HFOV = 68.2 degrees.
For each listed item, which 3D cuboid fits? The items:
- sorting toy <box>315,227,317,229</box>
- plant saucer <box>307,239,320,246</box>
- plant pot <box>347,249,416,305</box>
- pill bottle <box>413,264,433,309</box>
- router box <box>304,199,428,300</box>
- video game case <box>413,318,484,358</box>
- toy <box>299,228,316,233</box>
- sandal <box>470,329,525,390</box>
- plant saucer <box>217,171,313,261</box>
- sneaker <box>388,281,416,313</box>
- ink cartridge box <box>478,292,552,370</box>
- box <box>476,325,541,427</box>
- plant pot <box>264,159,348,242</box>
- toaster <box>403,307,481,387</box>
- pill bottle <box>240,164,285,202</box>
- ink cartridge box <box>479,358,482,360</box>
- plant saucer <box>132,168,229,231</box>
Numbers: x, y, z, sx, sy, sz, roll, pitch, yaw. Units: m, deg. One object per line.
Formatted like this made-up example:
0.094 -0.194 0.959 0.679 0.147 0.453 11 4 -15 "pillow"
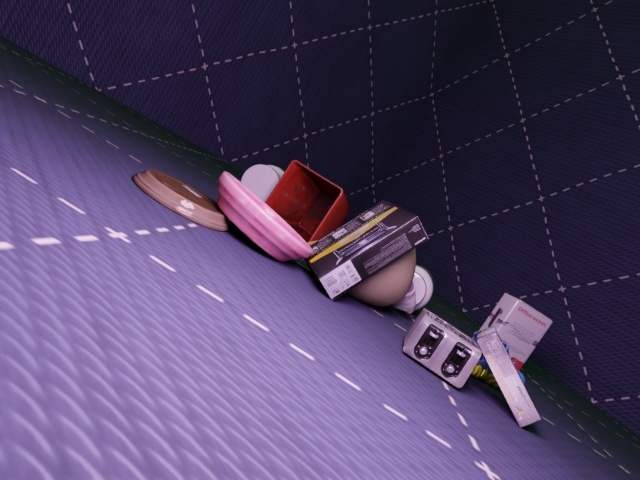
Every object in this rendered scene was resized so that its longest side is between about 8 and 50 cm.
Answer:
-0.007 -0.107 2.151 0.127 0.126 0.365 23 2 -36 "sorting toy"
0.143 0.036 1.768 0.333 0.081 0.333 -11 -9 19 "plant saucer"
0.178 0.091 1.461 0.191 0.284 0.284 60 -5 -21 "plant pot"
0.353 0.180 1.852 0.176 0.176 0.318 34 6 13 "pill bottle"
0.112 0.016 1.338 0.081 0.309 0.243 59 -4 -21 "router box"
0.476 0.347 1.610 0.274 0.026 0.196 23 3 -23 "video game case"
0.000 0.000 2.103 0.237 0.056 0.137 27 10 -4 "toy"
0.539 0.372 1.454 0.317 0.138 0.126 30 4 -34 "sandal"
-0.167 -0.052 1.319 0.332 0.084 0.332 42 1 -1 "plant saucer"
0.204 0.169 1.662 0.305 0.114 0.152 25 -34 43 "sneaker"
0.794 0.386 1.975 0.197 0.273 0.114 31 6 -13 "ink cartridge box"
0.489 0.349 1.247 0.231 0.056 0.183 65 15 11 "box"
-0.036 -0.116 1.902 0.267 0.267 0.236 35 3 28 "plant pot"
0.304 0.269 1.201 0.168 0.110 0.186 34 6 9 "toaster"
-0.215 -0.229 2.147 0.204 0.204 0.361 34 6 13 "pill bottle"
0.509 0.396 1.597 0.083 0.028 0.048 32 5 17 "ink cartridge box"
-0.358 -0.112 1.253 0.278 0.041 0.278 31 5 -3 "plant saucer"
